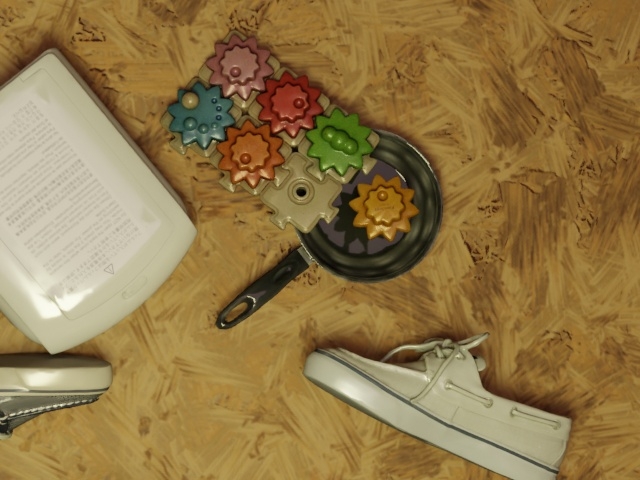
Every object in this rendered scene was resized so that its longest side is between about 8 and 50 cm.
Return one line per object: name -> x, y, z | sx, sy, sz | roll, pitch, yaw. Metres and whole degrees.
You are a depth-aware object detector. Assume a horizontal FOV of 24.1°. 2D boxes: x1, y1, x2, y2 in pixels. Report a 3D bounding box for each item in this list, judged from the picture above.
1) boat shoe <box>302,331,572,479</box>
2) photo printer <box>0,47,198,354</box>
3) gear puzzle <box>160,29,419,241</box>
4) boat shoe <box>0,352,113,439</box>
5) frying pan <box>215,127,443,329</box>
boat shoe -> 0.162, 0.181, 1.880 | 0.367, 0.136, 0.156 | 25, 83, -13
photo printer -> -0.318, -0.037, 1.803 | 0.256, 0.107, 0.307 | -41, 96, -10
gear puzzle -> -0.028, -0.108, 1.862 | 0.339, 0.044, 0.175 | 37, 80, 5
boat shoe -> -0.414, 0.222, 1.775 | 0.340, 0.127, 0.158 | -3, 95, -4
frying pan -> 0.027, 0.013, 1.901 | 0.197, 0.053, 0.326 | 30, 83, -7
